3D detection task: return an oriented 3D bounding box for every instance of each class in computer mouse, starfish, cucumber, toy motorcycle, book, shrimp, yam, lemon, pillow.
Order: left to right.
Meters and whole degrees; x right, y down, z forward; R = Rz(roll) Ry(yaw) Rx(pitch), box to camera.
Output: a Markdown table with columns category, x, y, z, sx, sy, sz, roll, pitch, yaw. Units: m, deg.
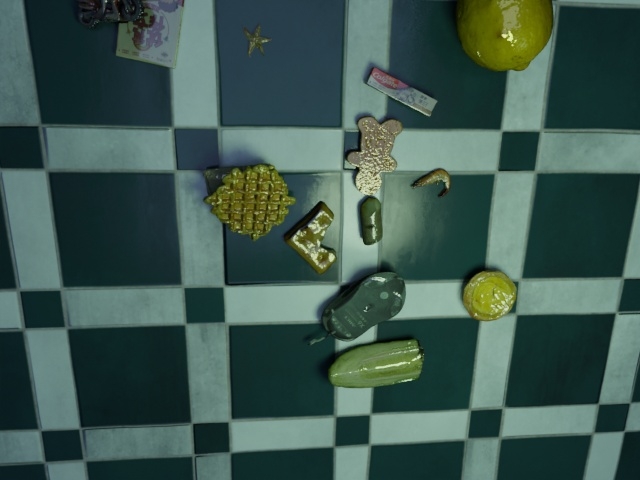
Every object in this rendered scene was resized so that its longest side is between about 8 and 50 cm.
| category | x | y | z | sx | sy | sz | roll | pitch | yaw |
| --- | --- | --- | --- | --- | --- | --- | --- | --- | --- |
| toy motorcycle | -0.554 | -0.626 | 1.285 | 0.212 | 0.084 | 0.118 | 1 | 109 | 20 |
| book | -0.464 | -0.606 | 1.344 | 0.162 | 0.022 | 0.232 | 11 | 103 | -7 |
| pillow | -0.240 | -0.167 | 1.470 | 0.208 | 0.053 | 0.119 | -5 | 115 | -5 |
| starfish | -0.188 | -0.565 | 1.389 | 0.086 | 0.016 | 0.092 | 26 | 104 | -10 |
| computer mouse | 0.109 | 0.227 | 1.603 | 0.379 | 0.090 | 0.167 | -35 | 106 | 10 |
| yam | 0.159 | -0.061 | 1.535 | 0.069 | 0.070 | 0.146 | -7 | 107 | -4 |
| cucumber | 0.181 | 0.418 | 1.657 | 0.325 | 0.105 | 0.145 | -11 | 133 | -3 |
| shrimp | 0.351 | -0.172 | 1.547 | 0.127 | 0.025 | 0.091 | -17 | 108 | -4 |
| lemon | 0.494 | -0.600 | 1.329 | 0.260 | 0.260 | 0.284 | -21 | 128 | 0 |

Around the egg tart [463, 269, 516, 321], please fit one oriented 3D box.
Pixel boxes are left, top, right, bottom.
| category | x | y | z | sx | sy | sz | roll | pitch | yaw |
| --- | --- | --- | --- | --- | --- | --- | --- | --- | --- |
| egg tart | 0.557 | 0.181 | 1.640 | 0.191 | 0.074 | 0.191 | -2 | 107 | -6 |

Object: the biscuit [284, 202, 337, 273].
| category | x | y | z | sx | sy | sz | roll | pitch | yaw |
| --- | --- | --- | --- | --- | --- | --- | --- | --- | --- |
| biscuit | 0.000 | 0.000 | 1.553 | 0.174 | 0.039 | 0.183 | -40 | 106 | 4 |

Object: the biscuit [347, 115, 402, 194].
| category | x | y | z | sx | sy | sz | roll | pitch | yaw |
| --- | --- | --- | --- | --- | --- | --- | --- | --- | --- |
| biscuit | 0.160 | -0.258 | 1.498 | 0.158 | 0.035 | 0.240 | 11 | 104 | -6 |

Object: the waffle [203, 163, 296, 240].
| category | x | y | z | sx | sy | sz | roll | pitch | yaw |
| --- | --- | --- | --- | --- | --- | --- | --- | --- | --- |
| waffle | -0.201 | -0.115 | 1.442 | 0.237 | 0.059 | 0.243 | -31 | 131 | 16 |

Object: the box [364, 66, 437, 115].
| category | x | y | z | sx | sy | sz | roll | pitch | yaw |
| --- | --- | --- | --- | --- | --- | --- | --- | --- | --- |
| box | 0.238 | -0.439 | 1.453 | 0.218 | 0.039 | 0.055 | 25 | 103 | -12 |
